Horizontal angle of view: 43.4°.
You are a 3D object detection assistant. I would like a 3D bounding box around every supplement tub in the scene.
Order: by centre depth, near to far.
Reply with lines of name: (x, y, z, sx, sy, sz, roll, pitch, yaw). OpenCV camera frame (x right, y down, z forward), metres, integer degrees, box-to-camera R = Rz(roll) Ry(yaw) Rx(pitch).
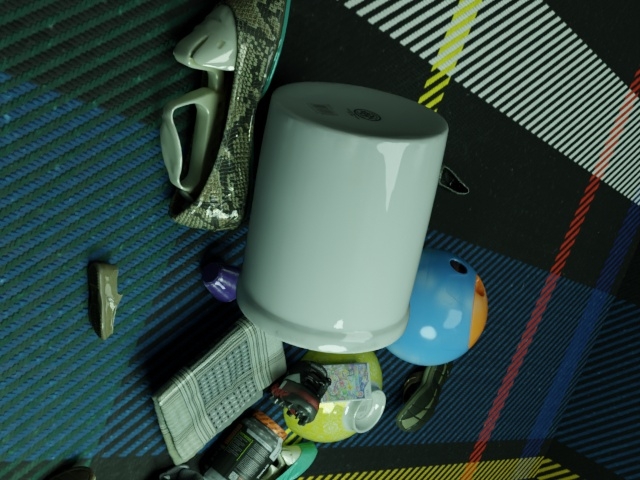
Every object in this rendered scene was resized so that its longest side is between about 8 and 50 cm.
supplement tub: (-0.167, 0.480, 1.794, 0.190, 0.117, 0.117, -49, 139, -16)

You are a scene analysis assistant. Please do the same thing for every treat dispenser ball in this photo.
treat dispenser ball: (0.261, 0.160, 1.963, 0.288, 0.288, 0.288, -25, 127, -38)

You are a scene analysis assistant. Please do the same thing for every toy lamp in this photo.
toy lamp: (-0.146, 0.117, 1.653, 0.080, 0.080, 0.275, -58, 141, -7)

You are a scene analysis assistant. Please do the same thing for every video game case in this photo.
video game case: (0.057, 0.331, 1.874, 0.122, 0.011, 0.087, -2, 78, -13)

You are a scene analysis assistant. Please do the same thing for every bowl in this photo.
bowl: (0.065, 0.382, 1.969, 0.290, 0.156, 0.289, -24, 126, -38)

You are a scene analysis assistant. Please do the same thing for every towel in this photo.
towel: (-0.195, 0.301, 1.648, 0.312, 0.056, 0.324, -40, 153, -27)

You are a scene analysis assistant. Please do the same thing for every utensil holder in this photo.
utensil holder: (0.037, -0.051, 1.419, 0.328, 0.328, 0.385, -14, 126, -43)

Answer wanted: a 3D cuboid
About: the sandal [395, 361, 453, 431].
sandal: (0.290, 0.421, 2.306, 0.302, 0.086, 0.120, -54, 136, -36)

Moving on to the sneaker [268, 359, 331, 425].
sneaker: (-0.037, 0.325, 1.760, 0.135, 0.098, 0.276, -47, -177, -9)

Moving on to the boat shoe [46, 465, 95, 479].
boat shoe: (-0.499, 0.490, 1.482, 0.190, 0.068, 0.072, -31, 144, -22)

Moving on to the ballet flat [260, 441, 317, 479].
ballet flat: (-0.104, 0.549, 1.935, 0.247, 0.083, 0.087, -38, 120, -32)

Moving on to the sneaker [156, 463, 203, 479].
sneaker: (-0.281, 0.573, 1.728, 0.269, 0.101, 0.153, 36, 85, -48)

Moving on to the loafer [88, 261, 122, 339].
loafer: (-0.373, 0.106, 1.409, 0.050, 0.056, 0.148, -13, 120, -37)

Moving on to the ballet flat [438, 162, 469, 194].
ballet flat: (0.326, -0.159, 2.048, 0.173, 0.049, 0.057, 19, 94, -51)

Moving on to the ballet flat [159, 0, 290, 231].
ballet flat: (-0.177, -0.239, 1.377, 0.182, 0.164, 0.482, 0, 113, -33)
